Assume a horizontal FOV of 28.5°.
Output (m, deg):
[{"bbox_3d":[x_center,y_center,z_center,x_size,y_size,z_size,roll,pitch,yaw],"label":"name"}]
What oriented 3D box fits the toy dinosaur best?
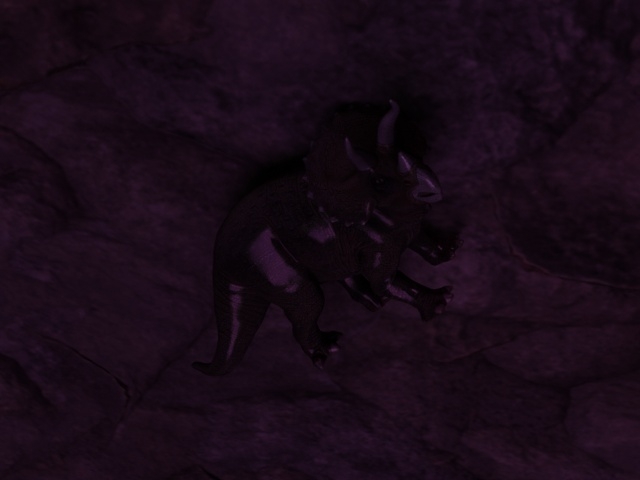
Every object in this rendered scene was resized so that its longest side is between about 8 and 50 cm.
[{"bbox_3d":[0.000,0.000,0.918,0.313,0.121,0.160,-27,114,41],"label":"toy dinosaur"}]
